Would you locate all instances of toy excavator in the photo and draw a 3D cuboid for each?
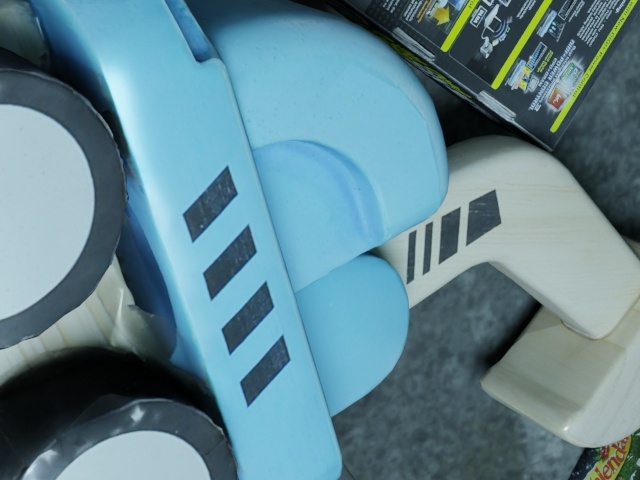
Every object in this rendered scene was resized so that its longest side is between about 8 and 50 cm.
[{"bbox_3d":[0.000,0.000,0.705,0.445,0.222,0.433,-30,123,-22],"label":"toy excavator"}]

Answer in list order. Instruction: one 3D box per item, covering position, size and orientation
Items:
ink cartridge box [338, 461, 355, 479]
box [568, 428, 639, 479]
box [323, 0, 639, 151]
[{"bbox_3d":[-0.081,0.148,0.791,0.175,0.127,0.072,-5,111,-17],"label":"ink cartridge box"},{"bbox_3d":[0.187,0.232,0.895,0.044,0.159,0.233,22,99,-26],"label":"box"},{"bbox_3d":[0.119,-0.205,0.736,0.216,0.060,0.270,26,97,-48],"label":"box"}]
